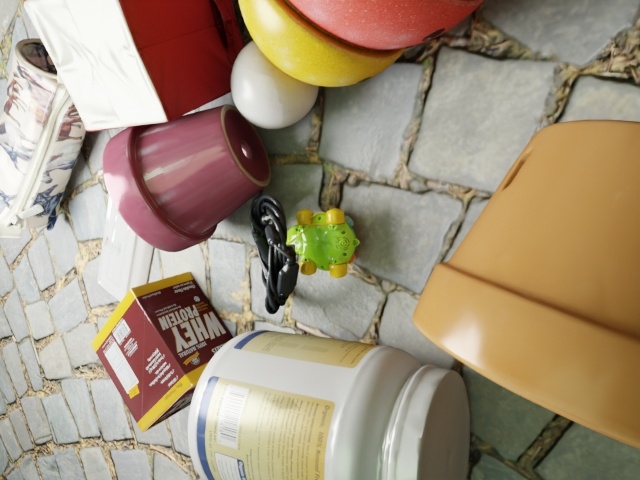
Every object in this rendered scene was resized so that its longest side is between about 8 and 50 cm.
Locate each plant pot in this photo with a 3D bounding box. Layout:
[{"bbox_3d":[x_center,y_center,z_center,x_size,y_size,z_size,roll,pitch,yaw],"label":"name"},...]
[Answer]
[{"bbox_3d":[0.252,0.029,0.398,0.291,0.291,0.203,22,95,27],"label":"plant pot"},{"bbox_3d":[-0.182,-0.106,0.695,0.180,0.201,0.201,-22,87,18],"label":"plant pot"}]

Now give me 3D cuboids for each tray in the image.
[{"bbox_3d":[-0.402,0.014,0.945,0.145,0.030,0.270,29,114,26],"label":"tray"}]

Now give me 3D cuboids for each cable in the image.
[{"bbox_3d":[-0.078,0.023,0.687,0.184,0.047,0.150,100,150,-51],"label":"cable"}]

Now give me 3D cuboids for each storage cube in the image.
[{"bbox_3d":[-0.244,-0.276,0.656,0.215,0.193,0.184,4,124,31],"label":"storage cube"}]

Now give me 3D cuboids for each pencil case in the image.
[{"bbox_3d":[-0.553,-0.197,0.918,0.410,0.160,0.183,-50,56,29],"label":"pencil case"}]

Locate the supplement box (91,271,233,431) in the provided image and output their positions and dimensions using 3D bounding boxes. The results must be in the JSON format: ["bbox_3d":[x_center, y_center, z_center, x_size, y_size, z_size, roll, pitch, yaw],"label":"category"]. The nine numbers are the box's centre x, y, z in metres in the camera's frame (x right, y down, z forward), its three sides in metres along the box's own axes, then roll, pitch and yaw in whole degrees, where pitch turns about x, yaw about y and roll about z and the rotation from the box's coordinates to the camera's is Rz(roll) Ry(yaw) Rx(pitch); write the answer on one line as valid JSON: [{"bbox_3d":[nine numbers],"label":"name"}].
[{"bbox_3d":[-0.279,0.199,0.843,0.191,0.129,0.194,-45,75,30],"label":"supplement box"}]

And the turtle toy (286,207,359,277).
[{"bbox_3d":[0.000,0.000,0.661,0.130,0.066,0.095,2,99,33],"label":"turtle toy"}]

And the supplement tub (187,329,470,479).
[{"bbox_3d":[0.012,0.244,0.605,0.316,0.228,0.228,0,100,33],"label":"supplement tub"}]

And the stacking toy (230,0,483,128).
[{"bbox_3d":[0.028,-0.292,0.499,0.351,0.350,0.480,60,142,8],"label":"stacking toy"}]
